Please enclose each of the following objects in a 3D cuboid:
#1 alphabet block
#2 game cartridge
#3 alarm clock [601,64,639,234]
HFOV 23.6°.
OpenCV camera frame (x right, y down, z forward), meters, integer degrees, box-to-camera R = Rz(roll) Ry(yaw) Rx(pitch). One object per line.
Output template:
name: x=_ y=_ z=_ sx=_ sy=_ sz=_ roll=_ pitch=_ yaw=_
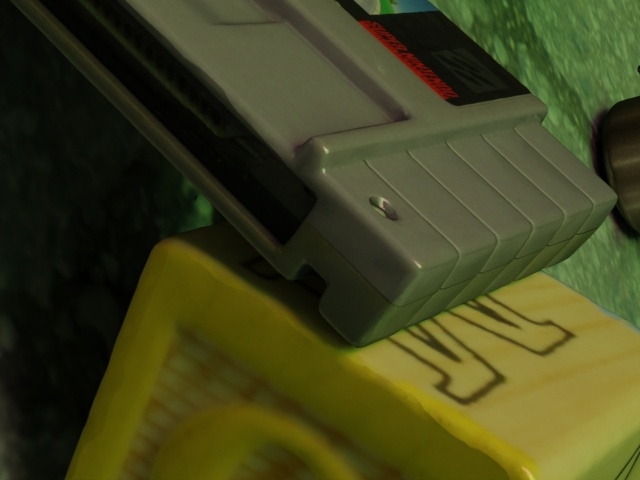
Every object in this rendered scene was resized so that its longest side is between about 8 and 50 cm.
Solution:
alphabet block: x=0.023 y=0.105 z=0.691 sx=0.197 sy=0.193 sz=0.192 roll=-16 pitch=132 yaw=-59
game cartridge: x=-0.036 y=-0.111 z=0.705 sx=0.355 sy=0.068 sz=0.230 roll=44 pitch=31 yaw=16
alarm clock: x=0.297 y=-0.052 z=1.371 sx=0.129 sy=0.064 sz=0.192 roll=46 pitch=40 yaw=-39
